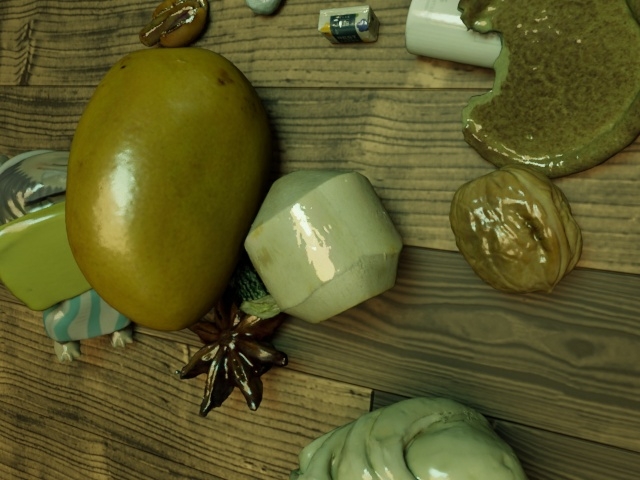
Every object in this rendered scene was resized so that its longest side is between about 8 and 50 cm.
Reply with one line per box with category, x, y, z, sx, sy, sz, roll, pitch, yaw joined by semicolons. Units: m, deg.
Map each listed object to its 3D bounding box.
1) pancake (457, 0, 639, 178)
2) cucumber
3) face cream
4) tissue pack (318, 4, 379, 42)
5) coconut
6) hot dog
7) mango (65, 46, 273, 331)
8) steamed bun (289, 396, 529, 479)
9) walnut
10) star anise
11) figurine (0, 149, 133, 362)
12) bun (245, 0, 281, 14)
pancake;0.285;-0.212;0.628;0.286;0.033;0.288;39;139;-1
cucumber;-0.148;0.044;0.856;0.241;0.074;0.074;46;110;39
face cream;0.293;-0.274;0.667;0.346;0.102;0.101;20;101;20
tissue pack;0.045;-0.341;0.783;0.083;0.062;0.042;6;94;21
coconut;0.003;-0.001;0.740;0.241;0.241;0.241;2;94;22
hot dog;-0.270;-0.404;0.909;0.140;0.060;0.089;-12;84;26
mango;-0.223;-0.087;0.759;0.232;0.300;0.445;-9;69;44
steamed bun;0.124;0.383;0.709;0.339;0.247;0.352;6;103;5
walnut;0.265;-0.011;0.670;0.155;0.155;0.184;-29;85;21
star anise;-0.140;0.182;0.883;0.272;0.102;0.271;-14;60;26
figurine;-0.496;-0.026;0.987;0.377;0.266;0.361;52;142;44
bun;-0.095;-0.428;0.844;0.083;0.045;0.083;0;90;22
